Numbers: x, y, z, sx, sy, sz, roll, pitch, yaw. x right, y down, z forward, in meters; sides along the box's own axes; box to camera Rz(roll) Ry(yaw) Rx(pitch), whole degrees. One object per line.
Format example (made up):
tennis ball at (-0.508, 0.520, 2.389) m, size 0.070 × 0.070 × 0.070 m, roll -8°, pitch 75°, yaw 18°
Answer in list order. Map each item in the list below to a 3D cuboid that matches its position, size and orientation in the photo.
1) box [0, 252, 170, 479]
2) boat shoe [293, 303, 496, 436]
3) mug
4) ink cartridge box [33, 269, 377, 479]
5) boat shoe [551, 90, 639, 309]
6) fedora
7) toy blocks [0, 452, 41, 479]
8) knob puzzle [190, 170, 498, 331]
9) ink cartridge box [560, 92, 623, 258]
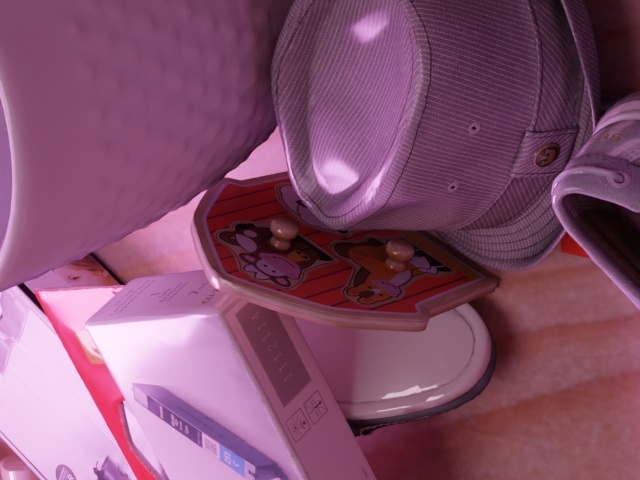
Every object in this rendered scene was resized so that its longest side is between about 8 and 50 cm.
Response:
box at (-0.193, 0.124, 1.660) m, size 0.290 × 0.087 × 0.169 m, roll 44°, pitch 135°, yaw 21°
boat shoe at (0.008, 0.092, 1.459) m, size 0.319 × 0.116 × 0.099 m, roll -5°, pitch 149°, yaw 40°
mug at (-0.194, -0.167, 1.327) m, size 0.374 × 0.328 × 0.276 m, roll 40°, pitch 133°, yaw 25°
ink cartridge box at (-0.080, 0.163, 1.438) m, size 0.261 × 0.066 × 0.296 m, roll -7°, pitch 117°, yaw 44°
boat shoe at (0.260, 0.056, 1.128) m, size 0.320 × 0.103 × 0.118 m, roll 47°, pitch 138°, yaw -3°
fedora at (0.052, -0.090, 1.241) m, size 0.243 × 0.124 × 0.275 m, roll 54°, pitch 145°, yaw 24°
toy blocks at (-0.397, 0.336, 1.834) m, size 0.309 × 0.288 × 0.260 m, roll 12°, pitch 115°, yaw 38°
knob puzzle at (0.000, 0.000, 1.321) m, size 0.213 × 0.213 × 0.030 m, roll 34°, pitch 122°, yaw 29°
ink cartridge box at (0.165, -0.036, 1.256) m, size 0.063 × 0.029 × 0.115 m, roll 14°, pitch 119°, yaw 42°
